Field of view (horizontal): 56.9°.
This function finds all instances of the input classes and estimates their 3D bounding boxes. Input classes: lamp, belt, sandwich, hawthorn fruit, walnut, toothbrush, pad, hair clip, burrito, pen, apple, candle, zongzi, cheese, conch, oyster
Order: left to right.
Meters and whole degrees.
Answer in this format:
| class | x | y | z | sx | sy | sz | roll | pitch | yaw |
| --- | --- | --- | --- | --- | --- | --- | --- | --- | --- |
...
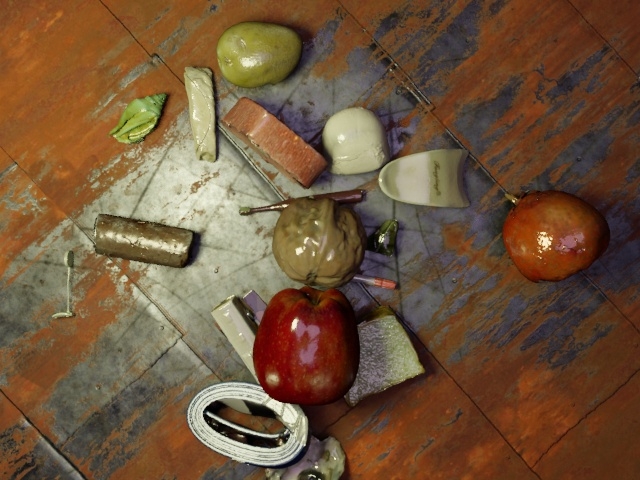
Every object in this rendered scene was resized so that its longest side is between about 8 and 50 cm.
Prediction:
| class | x | y | z | sx | sy | sz | roll | pitch | yaw |
| --- | --- | --- | --- | --- | --- | --- | --- | --- | --- |
| lamp | -0.743 | 0.127 | 1.708 | 0.056 | 0.050 | 0.198 | 2 | 93 | 0 |
| conch | -0.512 | -0.349 | 1.680 | 0.095 | 0.079 | 0.200 | 37 | 109 | -15 |
| burrito | -0.341 | -0.360 | 1.690 | 0.082 | 0.059 | 0.275 | -4 | 93 | -15 |
| belt | -0.197 | 0.516 | 1.661 | 0.347 | 0.117 | 0.212 | 13 | 66 | 11 |
| pad | -0.182 | 0.281 | 1.749 | 0.158 | 0.003 | 0.235 | -42 | 93 | 1 |
| candle | -0.131 | -0.284 | 1.581 | 0.317 | 0.287 | 0.131 | 38 | 92 | 13 |
| oyster | -0.064 | 0.736 | 1.723 | 0.238 | 0.115 | 0.351 | 12 | 96 | -10 |
| toothbrush | -0.057 | -0.108 | 1.716 | 0.364 | 0.041 | 0.040 | -8 | 93 | -1 |
| apple | -0.034 | 0.280 | 1.546 | 0.288 | 0.288 | 0.316 | 7 | 106 | -1 |
| walnut | -0.003 | 0.000 | 1.621 | 0.273 | 0.273 | 0.227 | -21 | 135 | 0 |
| cheese | 0.096 | -0.282 | 1.650 | 0.198 | 0.189 | 0.154 | -11 | 62 | -2 |
| pen | 0.104 | 0.109 | 1.734 | 0.239 | 0.028 | 0.028 | 11 | 92 | -1 |
| sandwich | 0.144 | 0.335 | 1.715 | 0.251 | 0.087 | 0.226 | -28 | 93 | 1 |
| zongzi | 0.163 | -0.018 | 1.721 | 0.119 | 0.055 | 0.109 | 13 | 90 | 9 |
| hair clip | 0.300 | -0.176 | 1.684 | 0.282 | 0.113 | 0.172 | -1 | 93 | -2 |
| hawthorn fruit | 0.623 | -0.030 | 1.640 | 0.276 | 0.276 | 0.307 | -42 | 70 | 1 |

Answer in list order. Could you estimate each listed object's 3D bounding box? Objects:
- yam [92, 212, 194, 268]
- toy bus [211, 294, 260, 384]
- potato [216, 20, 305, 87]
| class | x | y | z | sx | sy | sz | roll | pitch | yaw |
| --- | --- | --- | --- | --- | --- | --- | --- | --- | --- |
| yam | -0.502 | 0.005 | 1.673 | 0.280 | 0.131 | 0.131 | 11 | 92 | -3 |
| toy bus | -0.207 | 0.287 | 1.693 | 0.092 | 0.106 | 0.268 | -33 | 94 | 4 |
| potato | -0.161 | -0.521 | 1.640 | 0.251 | 0.159 | 0.174 | -13 | 117 | -9 |
